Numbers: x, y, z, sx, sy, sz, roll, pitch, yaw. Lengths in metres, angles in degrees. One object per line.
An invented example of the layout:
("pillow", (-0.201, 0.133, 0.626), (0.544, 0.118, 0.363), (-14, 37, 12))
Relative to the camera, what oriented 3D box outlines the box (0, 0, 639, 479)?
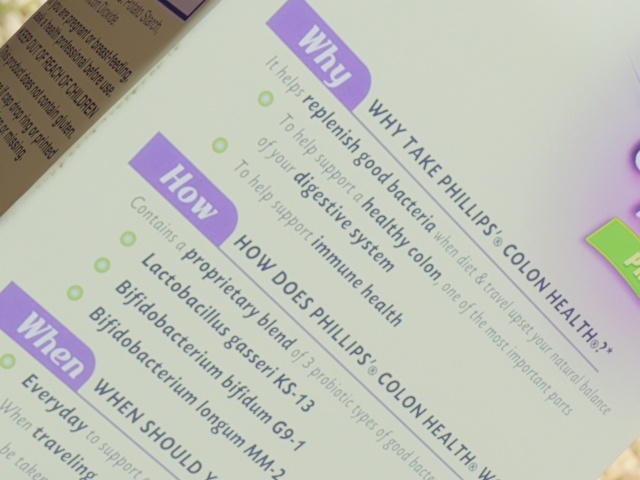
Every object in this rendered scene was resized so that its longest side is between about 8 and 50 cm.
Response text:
("box", (0.000, 0.000, 0.629), (0.213, 0.243, 0.117), (44, 0, -28))
